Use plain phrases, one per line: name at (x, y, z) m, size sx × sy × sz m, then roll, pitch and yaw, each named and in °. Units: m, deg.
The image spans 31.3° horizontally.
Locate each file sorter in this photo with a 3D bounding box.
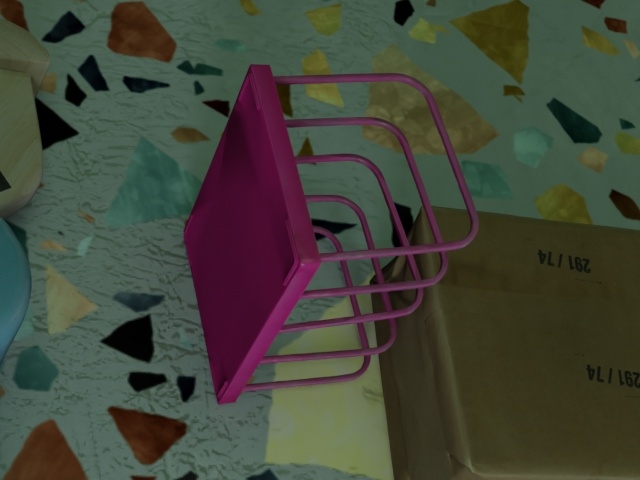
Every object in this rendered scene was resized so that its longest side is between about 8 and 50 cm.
file sorter at (0.000, 0.000, 1.100) m, size 0.182 × 0.291 × 0.202 m, roll -3°, pitch 61°, yaw -22°

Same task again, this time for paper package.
paper package at (0.238, 0.137, 1.183) m, size 0.324 × 0.168 × 0.310 m, roll 4°, pitch 57°, yaw -17°

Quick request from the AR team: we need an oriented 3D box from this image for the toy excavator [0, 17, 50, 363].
toy excavator at (-0.364, 0.003, 1.044) m, size 0.445 × 0.222 × 0.433 m, roll -24°, pitch 70°, yaw -45°
